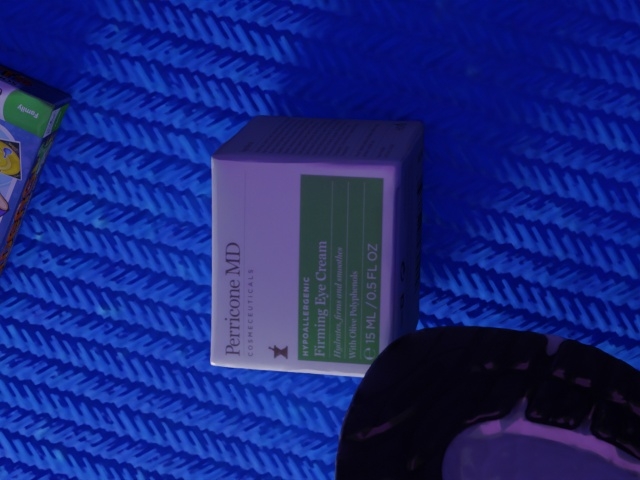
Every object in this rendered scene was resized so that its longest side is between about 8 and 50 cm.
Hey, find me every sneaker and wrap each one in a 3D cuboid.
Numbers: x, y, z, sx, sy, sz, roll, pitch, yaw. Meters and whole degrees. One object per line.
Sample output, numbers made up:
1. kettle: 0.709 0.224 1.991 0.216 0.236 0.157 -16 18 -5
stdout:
1. sneaker: 0.198 0.157 0.822 0.410 0.182 0.158 22 74 1

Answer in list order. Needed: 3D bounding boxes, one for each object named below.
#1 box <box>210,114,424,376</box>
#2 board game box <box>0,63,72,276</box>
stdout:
1. box: 0.000 0.000 0.838 0.087 0.102 0.101 3 104 9
2. board game box: -0.240 -0.049 0.895 0.201 0.035 0.136 23 104 2
